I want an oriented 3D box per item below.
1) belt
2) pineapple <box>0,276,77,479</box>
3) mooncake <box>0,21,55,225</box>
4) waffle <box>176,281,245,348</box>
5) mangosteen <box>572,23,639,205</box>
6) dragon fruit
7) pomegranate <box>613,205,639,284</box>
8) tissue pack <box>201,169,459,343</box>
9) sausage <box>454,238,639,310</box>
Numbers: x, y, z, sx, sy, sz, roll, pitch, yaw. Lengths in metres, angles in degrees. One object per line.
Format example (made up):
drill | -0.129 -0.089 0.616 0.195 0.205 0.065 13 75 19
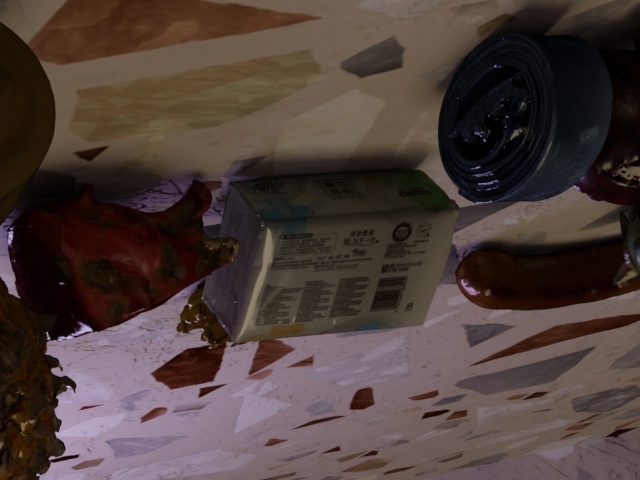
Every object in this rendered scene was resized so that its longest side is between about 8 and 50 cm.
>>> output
belt | 0.176 -0.107 1.490 0.082 0.141 0.190 -2 161 -30
pineapple | -0.394 0.160 1.496 0.352 0.352 0.300 -9 169 -16
mooncake | -0.307 -0.071 1.122 0.234 0.235 0.117 -7 163 -23
waffle | -0.053 0.066 1.971 0.228 0.051 0.231 -4 158 -29
mangosteen | 0.295 -0.119 1.545 0.180 0.166 0.166 -49 150 18
dragon fruit | -0.190 0.007 1.600 0.211 0.134 0.262 -19 -179 -25
pomegranate | 0.433 -0.003 2.009 0.148 0.148 0.169 -13 172 -6
tissue pack | 0.000 0.000 1.721 0.229 0.145 0.159 -5 127 -28
sausage | 0.297 0.046 2.139 0.302 0.076 0.103 -5 152 -29
